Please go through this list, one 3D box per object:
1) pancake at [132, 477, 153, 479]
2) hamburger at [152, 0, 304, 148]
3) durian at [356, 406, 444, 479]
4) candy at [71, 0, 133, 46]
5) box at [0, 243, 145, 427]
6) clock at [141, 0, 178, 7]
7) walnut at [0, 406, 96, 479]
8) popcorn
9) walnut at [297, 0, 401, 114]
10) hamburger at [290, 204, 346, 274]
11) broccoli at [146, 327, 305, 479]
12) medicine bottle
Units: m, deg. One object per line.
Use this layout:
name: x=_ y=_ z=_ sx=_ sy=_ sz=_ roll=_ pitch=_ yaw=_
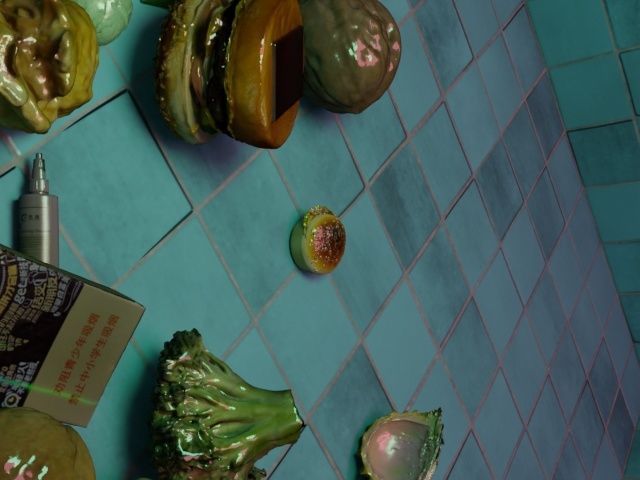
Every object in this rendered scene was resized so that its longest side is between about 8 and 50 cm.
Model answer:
pancake: x=-0.239 y=0.544 z=1.143 sx=0.382 sy=0.071 sz=0.382 roll=-7 pitch=90 yaw=-89
hamburger: x=-0.154 y=-0.288 z=1.353 sx=0.291 sy=0.225 sz=0.291 roll=10 pitch=90 yaw=-79
durian: x=0.169 y=0.528 z=1.760 sx=0.196 sy=0.185 sz=0.305 roll=80 pitch=21 yaw=-51
candy: x=-0.330 y=-0.503 z=1.301 sx=0.119 sy=0.119 sz=0.440 roll=35 pitch=54 yaw=-44
box: x=-0.407 y=0.119 z=1.069 sx=0.310 sy=0.084 sz=0.198 roll=32 pitch=82 yaw=-46
clock: x=-0.223 y=-0.547 z=1.448 sx=0.220 sy=0.106 sz=0.255 roll=-5 pitch=84 yaw=-54
walnut: x=-0.395 y=0.317 z=1.010 sx=0.228 sy=0.228 sz=0.228 roll=10 pitch=77 yaw=-51
popcorn: x=-0.408 y=-0.242 z=1.092 sx=0.253 sy=0.190 sz=0.191 roll=-111 pitch=-155 yaw=-84
walnut: x=0.045 y=-0.389 z=1.658 sx=0.227 sy=0.273 sz=0.273 roll=-19 pitch=102 yaw=-20
hamburger: x=0.000 y=0.000 z=1.662 sx=0.126 sy=0.081 sz=0.141 roll=26 pitch=66 yaw=-47
broccoli: x=-0.152 y=0.291 z=1.285 sx=0.248 sy=0.245 sz=0.288 roll=-106 pitch=-169 yaw=-59
medicine bottle: x=-0.407 y=-0.029 z=1.162 sx=0.057 sy=0.057 sz=0.199 roll=6 pitch=81 yaw=-52
